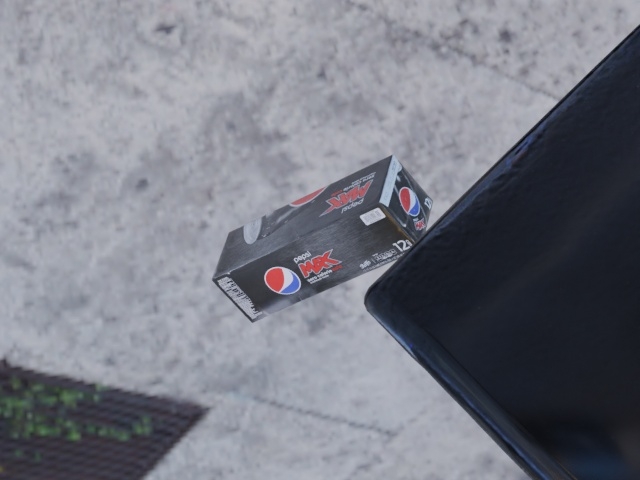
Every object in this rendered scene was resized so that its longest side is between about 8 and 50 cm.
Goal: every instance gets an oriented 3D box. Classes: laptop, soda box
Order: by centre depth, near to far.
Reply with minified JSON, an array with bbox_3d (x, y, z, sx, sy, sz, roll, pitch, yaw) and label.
[{"bbox_3d":[0.317,0.035,0.663,0.408,0.382,0.236,-7,134,-46],"label":"laptop"},{"bbox_3d":[0.000,0.000,1.065,0.169,0.060,0.053,-24,122,33],"label":"soda box"}]
